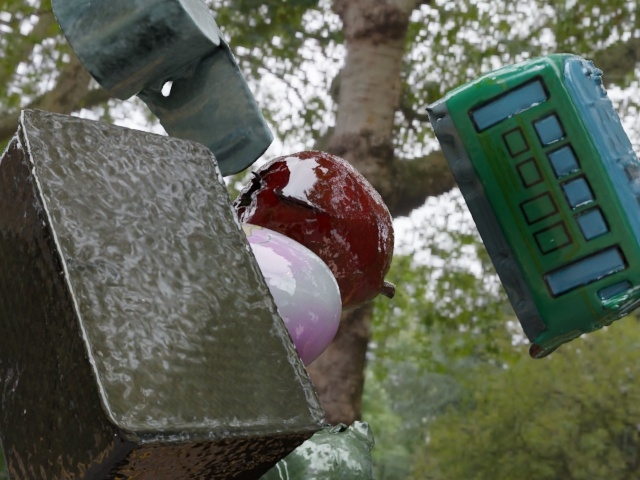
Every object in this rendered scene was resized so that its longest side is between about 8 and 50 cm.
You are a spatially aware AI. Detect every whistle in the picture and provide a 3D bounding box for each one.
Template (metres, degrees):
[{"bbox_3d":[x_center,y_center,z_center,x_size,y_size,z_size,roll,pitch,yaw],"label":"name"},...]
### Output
[{"bbox_3d":[-0.226,-0.276,1.436,0.168,0.188,0.405,-29,-49,11],"label":"whistle"}]

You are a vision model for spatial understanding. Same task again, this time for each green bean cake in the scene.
[{"bbox_3d":[-0.015,0.277,0.920,0.124,0.223,0.227,3,-5,-16],"label":"green bean cake"}]

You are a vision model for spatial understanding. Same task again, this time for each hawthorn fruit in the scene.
[{"bbox_3d":[0.000,0.000,1.560,0.307,0.265,0.265,29,-24,-20],"label":"hawthorn fruit"}]

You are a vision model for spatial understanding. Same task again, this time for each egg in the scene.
[{"bbox_3d":[-0.108,0.071,1.030,0.271,0.196,0.196,-15,-31,42],"label":"egg"}]

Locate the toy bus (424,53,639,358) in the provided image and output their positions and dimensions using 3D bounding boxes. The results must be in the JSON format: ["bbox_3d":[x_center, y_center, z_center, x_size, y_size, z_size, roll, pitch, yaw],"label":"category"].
[{"bbox_3d":[0.288,-0.053,1.172,0.199,0.344,0.183,-25,-5,29],"label":"toy bus"}]

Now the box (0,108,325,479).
[{"bbox_3d":[-0.144,0.059,0.718,0.184,0.273,0.143,7,-43,-46],"label":"box"}]
